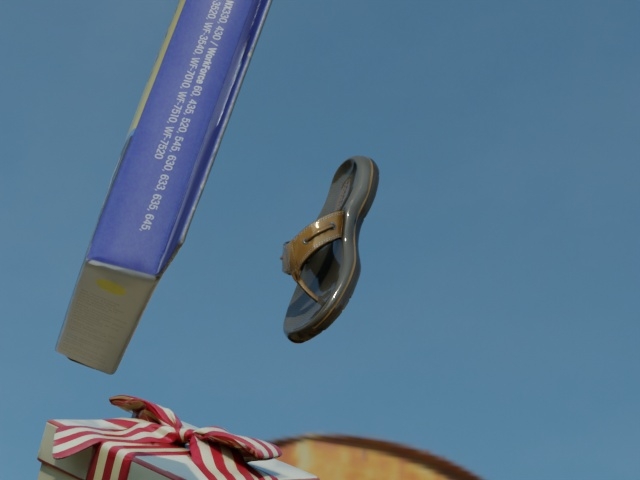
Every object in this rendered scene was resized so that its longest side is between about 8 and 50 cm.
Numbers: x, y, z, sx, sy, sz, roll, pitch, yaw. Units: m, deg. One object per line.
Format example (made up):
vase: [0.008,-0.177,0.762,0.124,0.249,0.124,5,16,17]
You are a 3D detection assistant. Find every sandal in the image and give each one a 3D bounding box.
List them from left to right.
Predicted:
sandal: [0.000,0.000,1.162,0.060,0.219,0.090,33,-35,-22]

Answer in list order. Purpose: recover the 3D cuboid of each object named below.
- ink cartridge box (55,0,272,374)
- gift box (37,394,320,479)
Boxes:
ink cartridge box: [-0.119,-0.080,0.979,0.072,0.303,0.307,20,-27,-7]
gift box: [-0.172,0.319,1.362,0.255,0.258,0.276,15,0,30]
